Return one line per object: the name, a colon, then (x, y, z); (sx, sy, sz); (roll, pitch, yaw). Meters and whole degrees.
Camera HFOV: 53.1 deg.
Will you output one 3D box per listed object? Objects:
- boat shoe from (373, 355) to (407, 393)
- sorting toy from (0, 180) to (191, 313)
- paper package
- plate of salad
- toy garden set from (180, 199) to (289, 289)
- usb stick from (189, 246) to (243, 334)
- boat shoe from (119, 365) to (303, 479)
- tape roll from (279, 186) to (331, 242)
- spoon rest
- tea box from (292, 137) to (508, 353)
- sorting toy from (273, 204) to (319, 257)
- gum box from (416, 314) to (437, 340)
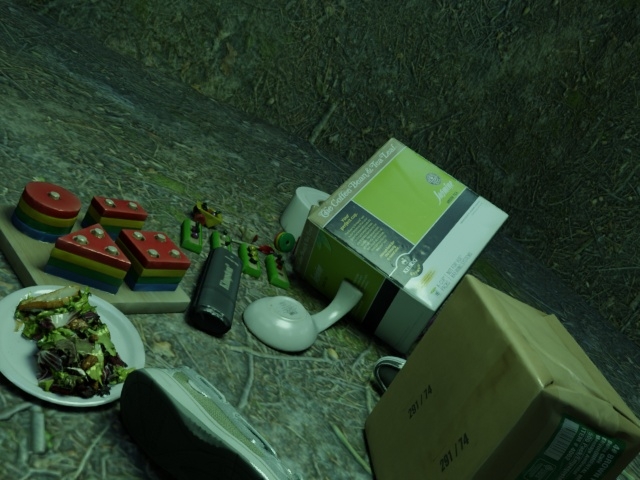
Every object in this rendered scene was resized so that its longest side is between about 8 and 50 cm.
boat shoe: (0.177, 0.294, 1.132); (0.228, 0.080, 0.076); (46, 12, 20)
sorting toy: (-0.360, 0.004, 1.026); (0.257, 0.089, 0.255); (42, 21, 31)
paper package: (0.223, 0.264, 0.884); (0.168, 0.325, 0.309); (25, 19, -16)
plate of salad: (-0.313, 0.122, 0.809); (0.200, 0.048, 0.200); (28, 27, -16)
toy garden set: (-0.182, -0.003, 1.404); (0.244, 0.049, 0.204); (24, 19, -21)
usb stick: (-0.185, 0.084, 1.166); (0.077, 0.045, 0.278); (27, 17, -12)
boat shoe: (-0.102, 0.253, 0.731); (0.320, 0.118, 0.103); (33, 20, 30)
tape roll: (0.035, -0.032, 1.759); (0.286, 0.100, 0.286); (28, 17, -9)
spoon rest: (-0.031, 0.146, 1.229); (0.137, 0.084, 0.276); (39, 33, 29)
tea box: (0.170, 0.006, 1.419); (0.323, 0.220, 0.329); (38, 57, 12)
sorting toy: (0.000, 0.000, 1.550); (0.046, 0.132, 0.274); (11, -12, 46)
gum box: (0.183, 0.163, 1.524); (0.188, 0.062, 0.107); (37, 19, 19)
